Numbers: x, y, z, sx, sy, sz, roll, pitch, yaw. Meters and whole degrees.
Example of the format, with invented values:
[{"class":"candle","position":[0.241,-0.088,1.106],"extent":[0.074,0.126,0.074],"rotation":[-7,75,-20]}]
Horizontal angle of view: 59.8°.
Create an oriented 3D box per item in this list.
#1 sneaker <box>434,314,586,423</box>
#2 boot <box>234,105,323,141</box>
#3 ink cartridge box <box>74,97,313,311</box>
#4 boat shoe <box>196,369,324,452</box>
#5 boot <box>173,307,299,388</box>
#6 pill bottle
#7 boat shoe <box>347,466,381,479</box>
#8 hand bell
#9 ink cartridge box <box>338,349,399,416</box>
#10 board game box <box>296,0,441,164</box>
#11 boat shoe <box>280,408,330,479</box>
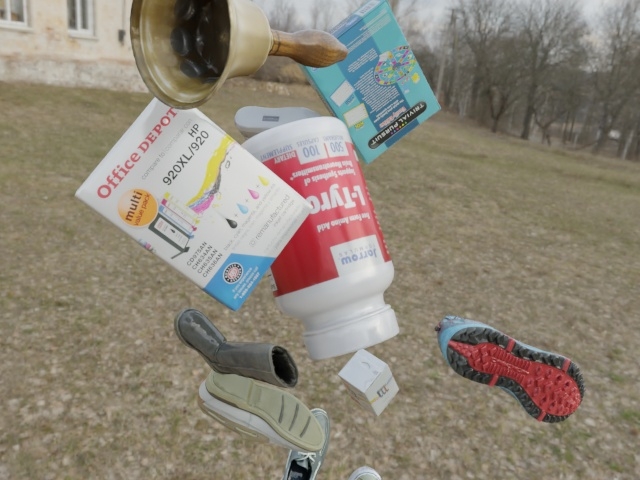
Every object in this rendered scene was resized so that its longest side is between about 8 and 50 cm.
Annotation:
[{"class":"sneaker","position":[0.293,0.184,0.866],"extent":[0.262,0.104,0.125],"rotation":[31,6,-14]},{"class":"boot","position":[-0.097,-0.293,1.503],"extent":[0.258,0.095,0.123],"rotation":[12,-19,13]},{"class":"ink cartridge box","position":[-0.168,-0.051,0.728],"extent":[0.233,0.171,0.168],"rotation":[40,-11,-18]},{"class":"boat shoe","position":[-0.136,0.395,1.256],"extent":[0.302,0.103,0.113],"rotation":[33,30,-5]},{"class":"boot","position":[-0.159,0.202,1.042],"extent":[0.209,0.189,0.076],"rotation":[1,48,48]},{"class":"pill bottle","position":[0.000,0.000,1.033],"extent":[0.229,0.407,0.229],"rotation":[-18,-4,-1]},{"class":"boat shoe","position":[0.050,0.687,1.337],"extent":[0.109,0.302,0.094],"rotation":[27,6,4]},{"class":"hand bell","position":[-0.045,-0.194,0.546],"extent":[0.126,0.126,0.242],"rotation":[16,21,34]},{"class":"ink cartridge box","position":[0.164,0.479,1.884],"extent":[0.128,0.176,0.127],"rotation":[26,62,41]},{"class":"board game box","position":[0.129,-0.404,1.442],"extent":[0.254,0.336,0.079],"rotation":[-37,35,2]},{"class":"boat shoe","position":[-0.041,0.630,1.567],"extent":[0.116,0.319,0.099],"rotation":[29,-26,-8]}]
